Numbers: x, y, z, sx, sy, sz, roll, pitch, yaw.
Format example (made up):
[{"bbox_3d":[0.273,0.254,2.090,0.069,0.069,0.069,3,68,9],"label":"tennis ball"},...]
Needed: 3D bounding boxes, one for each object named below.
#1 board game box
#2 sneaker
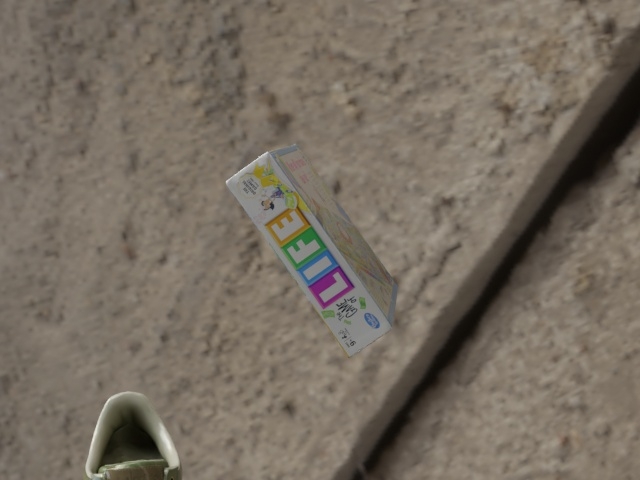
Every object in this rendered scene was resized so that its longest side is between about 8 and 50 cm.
[{"bbox_3d":[0.000,0.000,0.776,0.026,0.154,0.103,-35,92,6],"label":"board game box"},{"bbox_3d":[-0.109,0.165,0.847,0.192,0.064,0.086,-104,15,-56],"label":"sneaker"}]
